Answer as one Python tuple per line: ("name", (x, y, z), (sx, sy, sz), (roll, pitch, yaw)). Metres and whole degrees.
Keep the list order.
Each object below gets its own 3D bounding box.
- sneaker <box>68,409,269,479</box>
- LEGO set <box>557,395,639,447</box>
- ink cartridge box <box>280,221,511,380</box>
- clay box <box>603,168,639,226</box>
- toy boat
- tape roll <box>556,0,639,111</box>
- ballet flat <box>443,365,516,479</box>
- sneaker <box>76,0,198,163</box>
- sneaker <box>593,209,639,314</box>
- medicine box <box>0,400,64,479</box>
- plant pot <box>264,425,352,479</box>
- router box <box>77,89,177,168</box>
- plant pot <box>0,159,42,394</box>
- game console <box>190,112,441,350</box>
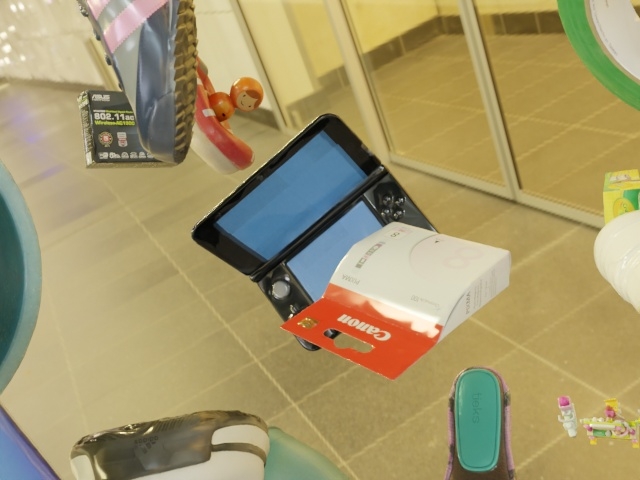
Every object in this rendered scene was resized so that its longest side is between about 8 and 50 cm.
("sneaker", (-0.108, 0.326, 0.640), (0.169, 0.448, 0.258), (-8, 60, -10))
("LEGO set", (0.609, 0.324, 1.397), (0.287, 0.107, 0.132), (-26, 51, 22))
("ink cartridge box", (0.091, 0.059, 0.872), (0.189, 0.066, 0.232), (18, 32, 42))
("clay box", (0.426, -0.022, 0.997), (0.053, 0.128, 0.222), (-4, 10, 24))
("toy boat", (-0.169, -0.234, 1.249), (0.151, 0.231, 0.151), (-25, -10, 5))
("tape roll", (0.426, -0.274, 0.808), (0.077, 0.321, 0.321), (-44, 31, -19))
("ballet flat", (0.147, 0.227, 0.655), (0.076, 0.079, 0.222), (-5, 53, 23))
("sneaker", (-0.183, -0.225, 0.637), (0.131, 0.319, 0.112), (-3, 13, 1))
("sneaker", (0.381, 0.016, 0.547), (0.292, 0.108, 0.169), (-15, 17, 12))
("medicine box", (-0.297, 0.169, 0.336), (0.289, 0.263, 0.149), (-40, 0, -38))
("plant pot", (-0.046, 0.568, 1.512), (0.255, 0.272, 0.271), (15, 41, 29))
("router box", (-0.239, -0.140, 0.907), (0.122, 0.092, 0.038), (-6, -4, -38))
("plant pot", (-0.464, 0.004, 0.636), (0.341, 0.341, 0.334), (-33, 28, -23))
("game console", (0.000, 0.000, 1.097), (0.293, 0.250, 0.173), (-40, -12, 12))
